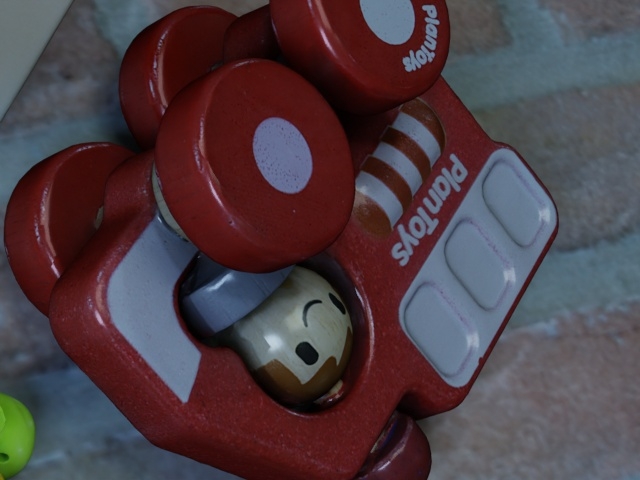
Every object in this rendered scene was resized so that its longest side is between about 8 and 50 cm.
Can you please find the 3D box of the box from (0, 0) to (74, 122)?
[{"bbox_3d":[-0.157,-0.200,0.931,0.148,0.311,0.121,25,51,-14],"label":"box"}]

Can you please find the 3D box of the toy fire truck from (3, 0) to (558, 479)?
[{"bbox_3d":[0.000,0.000,1.005,0.254,0.169,0.302,48,48,-18],"label":"toy fire truck"}]

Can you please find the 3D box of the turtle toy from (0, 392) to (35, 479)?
[{"bbox_3d":[-0.185,0.101,0.880,0.130,0.066,0.095,-20,71,-38],"label":"turtle toy"}]
